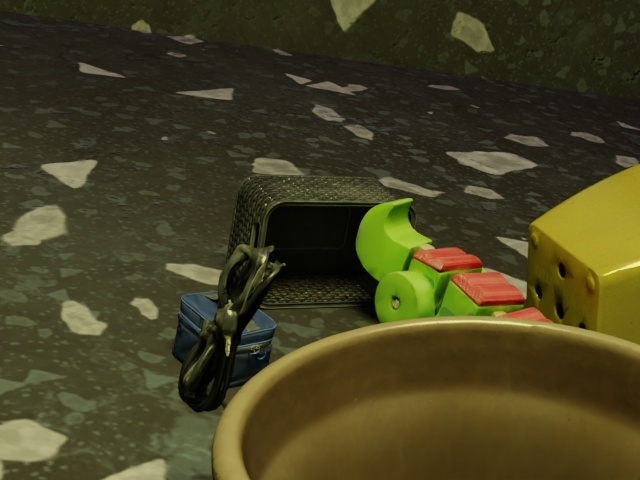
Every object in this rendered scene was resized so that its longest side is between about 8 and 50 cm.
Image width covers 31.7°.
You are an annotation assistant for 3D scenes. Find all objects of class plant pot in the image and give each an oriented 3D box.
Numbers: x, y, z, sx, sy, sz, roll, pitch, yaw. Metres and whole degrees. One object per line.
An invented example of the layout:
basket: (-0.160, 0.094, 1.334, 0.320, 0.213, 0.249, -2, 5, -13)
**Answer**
plant pot: (0.323, 0.055, 1.141, 0.187, 0.212, 0.212, -11, 25, -15)
plant pot: (0.079, 0.191, 0.563, 0.263, 0.229, 0.263, 0, 21, 0)

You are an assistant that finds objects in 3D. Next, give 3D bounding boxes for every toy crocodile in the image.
toy crocodile: (0.157, 0.078, 1.083, 0.115, 0.105, 0.340, -5, 35, -38)

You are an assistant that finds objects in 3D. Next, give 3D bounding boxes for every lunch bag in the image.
lunch bag: (-0.086, 0.086, 1.029, 0.067, 0.065, 0.098, -8, 27, -41)

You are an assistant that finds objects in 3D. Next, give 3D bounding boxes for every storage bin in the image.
storage bin: (0.000, 0.000, 1.219, 0.180, 0.122, 0.084, 0, 23, -27)

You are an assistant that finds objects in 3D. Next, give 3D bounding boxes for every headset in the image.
headset: (0.093, 0.134, 0.814, 0.394, 0.185, 0.243, 17, 18, -14)
